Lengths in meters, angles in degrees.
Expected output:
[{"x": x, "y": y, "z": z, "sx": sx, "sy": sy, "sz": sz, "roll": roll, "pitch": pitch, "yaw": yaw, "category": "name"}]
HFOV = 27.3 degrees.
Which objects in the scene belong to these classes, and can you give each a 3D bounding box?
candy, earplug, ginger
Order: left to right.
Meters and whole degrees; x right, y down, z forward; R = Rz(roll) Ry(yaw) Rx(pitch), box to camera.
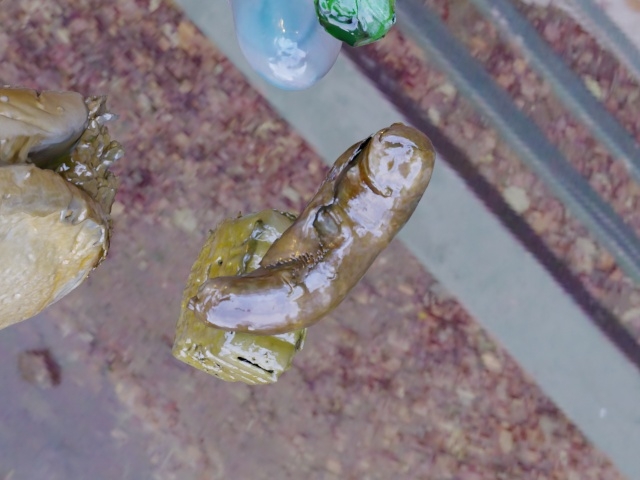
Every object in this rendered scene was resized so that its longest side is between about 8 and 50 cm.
[{"x": -0.036, "y": -0.326, "z": 1.431, "sx": 0.097, "sy": 0.097, "sz": 0.323, "roll": -30, "pitch": 129, "yaw": 30, "category": "candy"}, {"x": -0.040, "y": -0.304, "z": 1.748, "sx": 0.185, "sy": 0.324, "sz": 0.185, "roll": -3, "pitch": 124, "yaw": -5, "category": "earplug"}, {"x": 0.007, "y": 0.001, "z": 1.431, "sx": 0.309, "sy": 0.133, "sz": 0.107, "roll": -48, "pitch": 66, "yaw": 3, "category": "ginger"}]

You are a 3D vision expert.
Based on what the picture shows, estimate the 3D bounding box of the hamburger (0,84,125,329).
[{"x": -0.259, "y": -0.015, "z": 0.907, "sx": 0.146, "sy": 0.286, "sz": 0.243, "roll": 65, "pitch": 165, "yaw": 10, "category": "hamburger"}]

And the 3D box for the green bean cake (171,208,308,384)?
[{"x": -0.102, "y": 0.075, "z": 1.823, "sx": 0.131, "sy": 0.230, "sz": 0.224, "roll": 23, "pitch": 163, "yaw": -23, "category": "green bean cake"}]
